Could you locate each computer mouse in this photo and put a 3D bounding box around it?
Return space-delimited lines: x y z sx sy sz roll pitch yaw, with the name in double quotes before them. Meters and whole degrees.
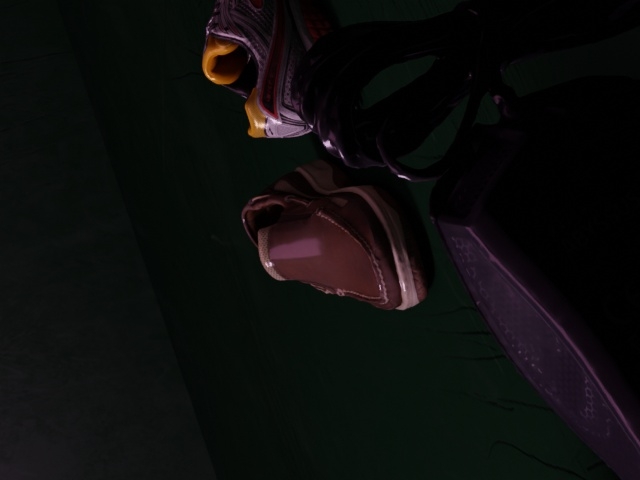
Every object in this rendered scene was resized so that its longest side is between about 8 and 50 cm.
"computer mouse" 0.126 0.009 0.764 0.272 0.188 0.072 55 157 16

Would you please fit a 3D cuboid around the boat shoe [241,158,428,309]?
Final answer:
"boat shoe" 0.002 0.007 1.470 0.257 0.095 0.095 -147 39 -72

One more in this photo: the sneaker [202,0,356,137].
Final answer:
"sneaker" -0.053 -0.167 1.442 0.088 0.092 0.225 85 162 -52
